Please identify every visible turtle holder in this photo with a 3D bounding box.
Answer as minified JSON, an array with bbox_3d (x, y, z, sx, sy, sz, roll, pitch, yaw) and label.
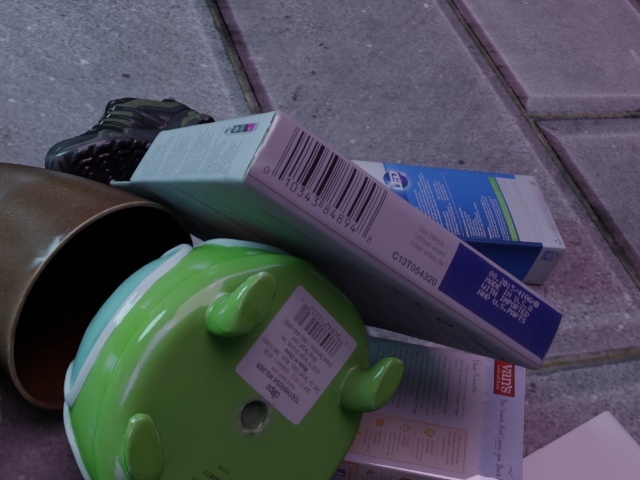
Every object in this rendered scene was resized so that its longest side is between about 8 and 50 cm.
[{"bbox_3d":[-0.105,0.153,0.786,0.243,0.320,0.227,11,5,-37],"label":"turtle holder"}]

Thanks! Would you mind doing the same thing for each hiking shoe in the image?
[{"bbox_3d":[-0.244,-0.120,1.119,0.227,0.086,0.114,-21,44,-40],"label":"hiking shoe"}]

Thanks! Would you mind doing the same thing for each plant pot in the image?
[{"bbox_3d":[-0.281,0.014,0.897,0.230,0.215,0.215,29,44,28],"label":"plant pot"}]

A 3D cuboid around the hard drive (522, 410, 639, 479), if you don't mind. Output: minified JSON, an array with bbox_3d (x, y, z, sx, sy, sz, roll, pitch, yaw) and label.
[{"bbox_3d":[0.320,0.332,0.905,0.203,0.040,0.307,-18,56,-33],"label":"hard drive"}]

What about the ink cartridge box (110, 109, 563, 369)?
[{"bbox_3d":[0.000,0.000,0.850,0.324,0.330,0.071,32,79,-27],"label":"ink cartridge box"}]

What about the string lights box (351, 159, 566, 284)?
[{"bbox_3d":[0.162,-0.023,1.160,0.260,0.076,0.133,4,46,-16],"label":"string lights box"}]

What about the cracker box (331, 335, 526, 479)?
[{"bbox_3d":[0.084,0.181,0.918,0.232,0.067,0.155,10,44,7],"label":"cracker box"}]
